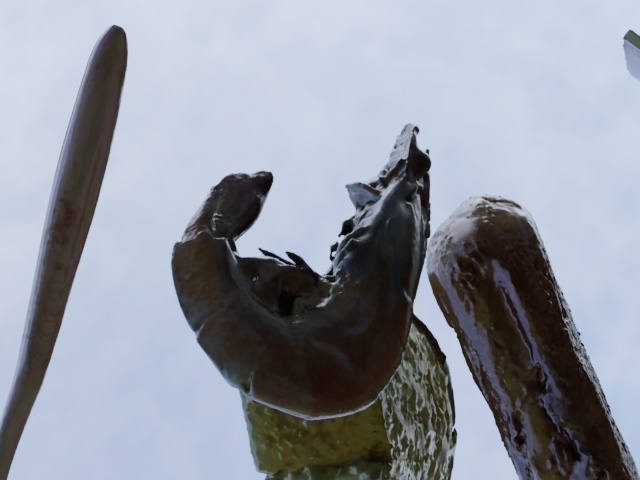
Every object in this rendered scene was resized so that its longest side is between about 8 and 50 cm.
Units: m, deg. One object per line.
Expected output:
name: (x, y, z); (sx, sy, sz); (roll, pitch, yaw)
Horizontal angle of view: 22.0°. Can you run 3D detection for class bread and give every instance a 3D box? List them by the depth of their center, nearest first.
bread: (0.164, 0.131, 1.139); (0.124, 0.084, 0.344); (-67, -46, -75)
bread: (0.027, 0.144, 1.312); (0.257, 0.124, 0.186); (44, -136, -60)

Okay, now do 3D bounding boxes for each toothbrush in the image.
toothbrush: (-0.134, 0.040, 0.804); (0.025, 0.029, 0.307); (19, -100, -36)

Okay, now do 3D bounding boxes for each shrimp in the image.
shrimp: (0.001, -0.001, 0.958); (0.143, 0.052, 0.251); (32, -140, -5)

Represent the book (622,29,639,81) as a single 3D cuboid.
book: (0.307, -0.095, 1.244); (0.014, 0.182, 0.127); (-55, -15, 2)
